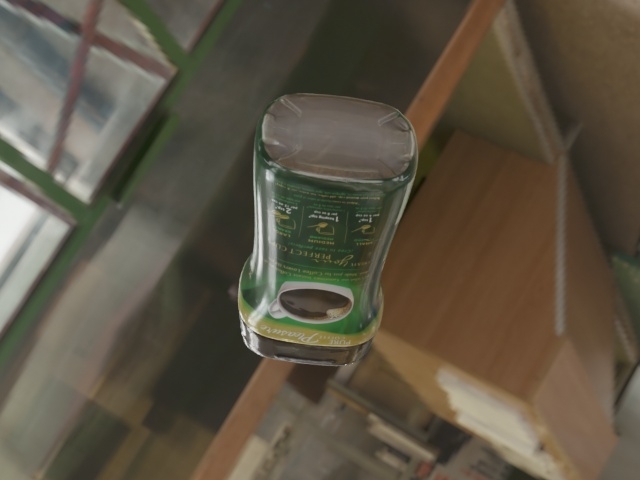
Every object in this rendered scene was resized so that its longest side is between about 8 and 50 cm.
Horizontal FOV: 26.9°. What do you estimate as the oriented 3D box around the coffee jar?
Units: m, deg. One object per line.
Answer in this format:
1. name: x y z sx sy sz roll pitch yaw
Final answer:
1. coffee jar: 0.000 0.000 0.829 0.096 0.079 0.184 7 137 -3
